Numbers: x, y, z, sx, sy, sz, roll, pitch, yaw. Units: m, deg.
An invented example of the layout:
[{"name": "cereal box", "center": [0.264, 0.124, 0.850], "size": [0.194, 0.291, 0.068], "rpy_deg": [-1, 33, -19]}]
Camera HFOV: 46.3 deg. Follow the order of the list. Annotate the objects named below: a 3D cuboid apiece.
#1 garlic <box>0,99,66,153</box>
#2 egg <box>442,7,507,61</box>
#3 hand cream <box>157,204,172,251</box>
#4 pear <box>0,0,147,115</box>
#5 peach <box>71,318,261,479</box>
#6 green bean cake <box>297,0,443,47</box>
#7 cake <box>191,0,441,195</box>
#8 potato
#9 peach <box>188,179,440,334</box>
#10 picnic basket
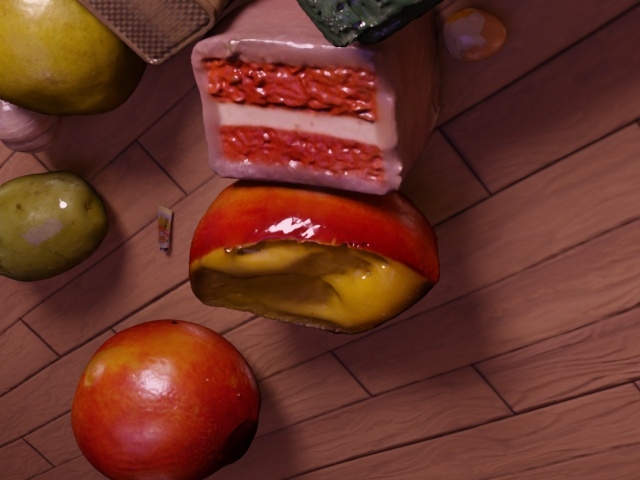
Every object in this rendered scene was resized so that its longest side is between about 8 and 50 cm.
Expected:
[{"name": "garlic", "center": [-0.485, -0.270, 1.312], "size": [0.212, 0.218, 0.218], "rpy_deg": [-17, 123, -6]}, {"name": "egg", "center": [0.208, -0.276, 1.010], "size": [0.083, 0.071, 0.071], "rpy_deg": [2, 125, 21]}, {"name": "hand cream", "center": [-0.313, -0.023, 1.498], "size": [0.035, 0.022, 0.102], "rpy_deg": [24, 128, 18]}, {"name": "pear", "center": [-0.407, -0.362, 1.106], "size": [0.287, 0.287, 0.375], "rpy_deg": [-11, 114, 33]}, {"name": "peach", "center": [-0.307, 0.340, 1.552], "size": [0.389, 0.388, 0.388], "rpy_deg": [13, 130, 17]}, {"name": "green bean cake", "center": [0.124, -0.372, 0.818], "size": [0.300, 0.307, 0.169], "rpy_deg": [-24, 114, 36]}, {"name": "cake", "center": [0.005, -0.216, 1.056], "size": [0.309, 0.230, 0.237], "rpy_deg": [7, 130, 20]}, {"name": "potato", "center": [-0.559, -0.026, 1.495], "size": [0.305, 0.216, 0.215], "rpy_deg": [-10, 120, 35]}, {"name": "peach", "center": [0.000, 0.000, 1.190], "size": [0.381, 0.242, 0.306], "rpy_deg": [13, 148, 6]}, {"name": "picnic basket", "center": [-0.234, -0.375, 0.973], "size": [0.165, 0.139, 0.267], "rpy_deg": [-19, 129, 43]}]
